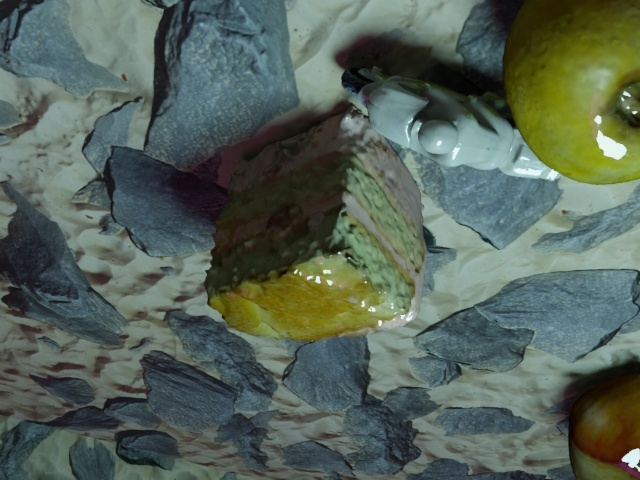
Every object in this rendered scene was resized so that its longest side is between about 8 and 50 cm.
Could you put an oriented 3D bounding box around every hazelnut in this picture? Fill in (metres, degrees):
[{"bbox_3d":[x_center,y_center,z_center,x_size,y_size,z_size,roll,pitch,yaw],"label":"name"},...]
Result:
[{"bbox_3d":[0.754,0.473,1.679,0.366,0.365,0.365,6,143,5],"label":"hazelnut"}]

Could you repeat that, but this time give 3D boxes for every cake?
[{"bbox_3d":[0.000,0.000,1.232,0.314,0.306,0.293,-16,139,29],"label":"cake"}]

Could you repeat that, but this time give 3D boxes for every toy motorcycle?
[{"bbox_3d":[0.192,-0.169,1.041,0.341,0.222,0.107,17,115,-7],"label":"toy motorcycle"}]

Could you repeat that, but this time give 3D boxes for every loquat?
[{"bbox_3d":[0.358,-0.216,0.907,0.275,0.274,0.274,6,143,5],"label":"loquat"}]

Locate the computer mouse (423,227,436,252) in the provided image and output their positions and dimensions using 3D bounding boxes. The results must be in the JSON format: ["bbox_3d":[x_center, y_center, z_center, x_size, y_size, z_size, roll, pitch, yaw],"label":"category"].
[{"bbox_3d":[0.161,-0.006,1.397,0.135,0.047,0.079,15,137,-22],"label":"computer mouse"}]
